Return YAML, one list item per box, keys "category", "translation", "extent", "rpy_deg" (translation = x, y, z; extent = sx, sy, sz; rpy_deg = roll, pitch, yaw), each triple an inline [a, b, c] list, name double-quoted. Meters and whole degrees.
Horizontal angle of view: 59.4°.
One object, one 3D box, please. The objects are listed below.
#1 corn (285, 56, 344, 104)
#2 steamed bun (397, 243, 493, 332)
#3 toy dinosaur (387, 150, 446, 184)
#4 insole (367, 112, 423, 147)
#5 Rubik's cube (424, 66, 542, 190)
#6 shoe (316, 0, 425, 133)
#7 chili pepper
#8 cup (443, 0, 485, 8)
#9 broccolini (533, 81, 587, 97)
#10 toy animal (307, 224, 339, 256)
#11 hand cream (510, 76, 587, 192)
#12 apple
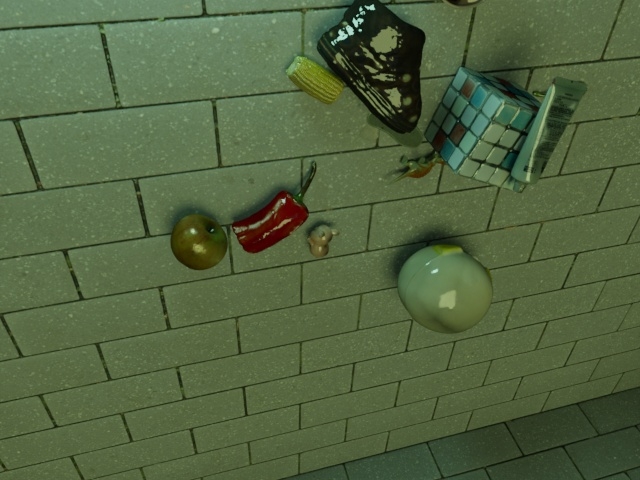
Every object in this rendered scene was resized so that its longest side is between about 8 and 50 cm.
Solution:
- category: "corn"
  translation: [-0.014, -0.443, 1.547]
  extent: [0.165, 0.063, 0.085]
  rpy_deg: [26, 126, -34]
- category: "steamed bun"
  translation: [0.467, 0.182, 2.102]
  extent: [0.334, 0.334, 0.374]
  rpy_deg: [-43, 130, 18]
- category: "toy dinosaur"
  translation: [0.329, -0.242, 1.871]
  extent: [0.212, 0.057, 0.142]
  rpy_deg: [-31, 153, 23]
- category: "insole"
  translation: [0.239, -0.352, 1.761]
  extent: [0.232, 0.003, 0.080]
  rpy_deg: [21, 119, -33]
- category: "Rubik's cube"
  translation: [0.514, -0.338, 1.706]
  extent: [0.256, 0.253, 0.259]
  rpy_deg: [9, 124, -26]
- category: "shoe"
  translation: [0.189, -0.478, 1.520]
  extent: [0.237, 0.171, 0.384]
  rpy_deg: [-39, 124, 20]
- category: "chili pepper"
  translation: [-0.110, -0.084, 1.779]
  extent: [0.338, 0.131, 0.134]
  rpy_deg: [-33, 142, 7]
- category: "cup"
  translation: [0.351, -0.685, 1.379]
  extent: [0.252, 0.200, 0.192]
  rpy_deg: [15, 122, -29]
- category: "broccolini"
  translation: [0.788, -0.481, 1.823]
  extent: [0.194, 0.052, 0.054]
  rpy_deg: [-7, 127, -14]
- category: "toy animal"
  translation: [0.005, 0.004, 1.930]
  extent: [0.089, 0.083, 0.150]
  rpy_deg: [27, 138, 12]
- category: "hand cream"
  translation: [0.626, -0.289, 1.584]
  extent: [0.124, 0.078, 0.341]
  rpy_deg: [4, 120, -23]
- category: "apple"
  translation: [-0.378, 0.009, 1.731]
  extent: [0.155, 0.182, 0.182]
  rpy_deg: [-38, 132, 25]
